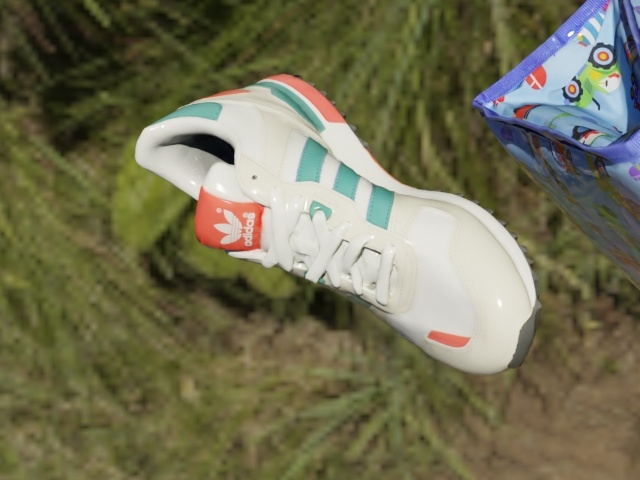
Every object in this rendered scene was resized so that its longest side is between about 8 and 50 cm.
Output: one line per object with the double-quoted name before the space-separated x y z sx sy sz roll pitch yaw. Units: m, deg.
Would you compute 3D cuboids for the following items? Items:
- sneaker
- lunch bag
"sneaker" 0.000 0.000 0.637 0.161 0.075 0.057 42 131 36
"lunch bag" 0.231 -0.017 1.136 0.138 0.221 0.293 -43 16 9
